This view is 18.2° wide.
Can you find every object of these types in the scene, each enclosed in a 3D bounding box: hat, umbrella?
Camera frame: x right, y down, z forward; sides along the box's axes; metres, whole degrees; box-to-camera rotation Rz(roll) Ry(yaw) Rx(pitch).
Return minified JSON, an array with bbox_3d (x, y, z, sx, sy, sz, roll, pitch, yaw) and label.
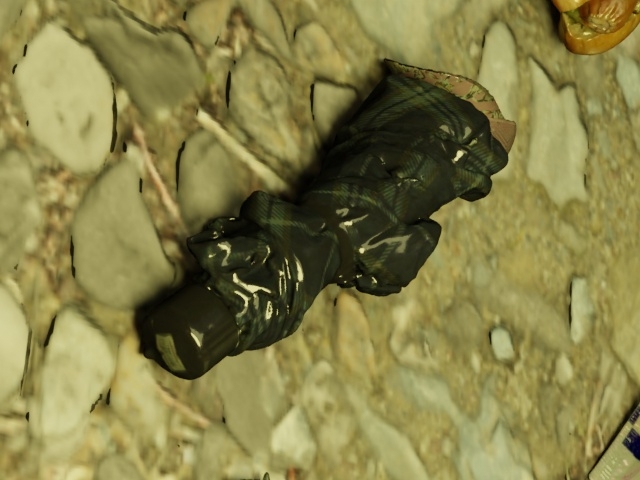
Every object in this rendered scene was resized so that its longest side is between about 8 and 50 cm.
[{"bbox_3d":[0.061,-0.061,1.022,0.087,0.058,0.042,30,82,-42],"label":"hat"},{"bbox_3d":[0.001,0.002,0.925,0.224,0.080,0.071,-38,146,-43],"label":"umbrella"}]

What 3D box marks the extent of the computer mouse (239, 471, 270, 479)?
[{"bbox_3d":[-0.028,0.153,0.879,0.056,0.032,0.110,39,55,-40],"label":"computer mouse"}]

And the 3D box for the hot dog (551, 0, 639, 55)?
[{"bbox_3d":[0.190,-0.211,1.176,0.249,0.068,0.100,-65,148,-34],"label":"hot dog"}]

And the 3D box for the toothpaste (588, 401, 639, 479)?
[{"bbox_3d":[0.269,0.229,1.174,0.314,0.056,0.058,51,9,-11],"label":"toothpaste"}]
